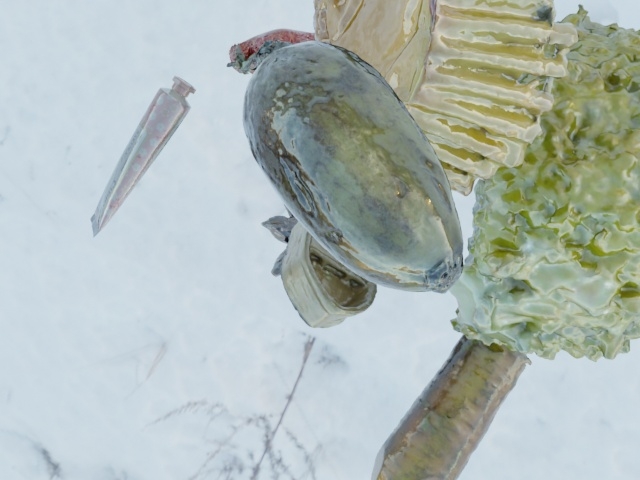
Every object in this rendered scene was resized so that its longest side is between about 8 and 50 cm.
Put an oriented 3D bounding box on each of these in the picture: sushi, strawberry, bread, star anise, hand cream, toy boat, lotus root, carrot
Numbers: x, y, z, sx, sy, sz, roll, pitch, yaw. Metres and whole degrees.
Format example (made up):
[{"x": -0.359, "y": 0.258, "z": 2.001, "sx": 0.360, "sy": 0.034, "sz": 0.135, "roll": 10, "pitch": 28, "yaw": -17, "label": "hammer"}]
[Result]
[{"x": 0.284, "y": -0.046, "z": 1.031, "sx": 0.239, "sy": 0.352, "sz": 0.397, "roll": 10, "pitch": 149, "yaw": 8, "label": "sushi"}, {"x": -0.048, "y": -0.243, "z": 1.139, "sx": 0.152, "sy": 0.104, "sz": 0.048, "roll": -21, "pitch": 97, "yaw": -23, "label": "strawberry"}, {"x": 0.088, "y": -0.180, "z": 0.766, "sx": 0.149, "sy": 0.274, "sz": 0.274, "roll": 5, "pitch": 122, "yaw": -27, "label": "bread"}, {"x": -0.005, "y": 0.014, "z": 1.571, "sx": 0.212, "sy": 0.197, "sz": 0.073, "roll": 14, "pitch": 155, "yaw": -27, "label": "star anise"}, {"x": -0.216, "y": -0.100, "z": 1.074, "sx": 0.043, "sy": 0.067, "sz": 0.210, "roll": 30, "pitch": 99, "yaw": -27, "label": "hand cream"}, {"x": 0.010, "y": 0.039, "z": 1.135, "sx": 0.116, "sy": 0.188, "sz": 0.061, "roll": 36, "pitch": 122, "yaw": -19, "label": "toy boat"}, {"x": 0.013, "y": -0.043, "z": 0.486, "sx": 0.080, "sy": 0.179, "sz": 0.089, "roll": -30, "pitch": 152, "yaw": -7, "label": "lotus root"}, {"x": 0.184, "y": 0.240, "z": 1.259, "sx": 0.114, "sy": 0.114, "sz": 0.302, "roll": 35, "pitch": 91, "yaw": -5, "label": "carrot"}]
